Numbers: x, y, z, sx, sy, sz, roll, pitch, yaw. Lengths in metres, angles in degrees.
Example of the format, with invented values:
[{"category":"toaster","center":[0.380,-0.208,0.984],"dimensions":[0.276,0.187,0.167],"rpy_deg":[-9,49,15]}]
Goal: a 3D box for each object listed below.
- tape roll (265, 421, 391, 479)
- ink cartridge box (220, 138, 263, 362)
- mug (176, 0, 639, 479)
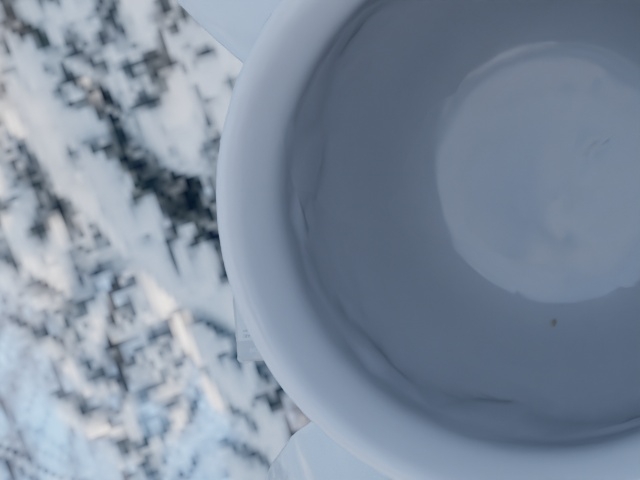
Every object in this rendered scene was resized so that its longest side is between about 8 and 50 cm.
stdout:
[{"category":"tape roll","center":[0.099,0.219,1.547],"dimensions":[0.286,0.286,0.100],"rpy_deg":[-18,-126,-1]},{"category":"ink cartridge box","center":[0.000,0.000,1.821],"dimensions":[0.181,0.225,0.056],"rpy_deg":[-5,-179,10]},{"category":"mug","center":[0.076,-0.056,0.939],"dimensions":[0.276,0.374,0.328],"rpy_deg":[-58,174,9]}]
